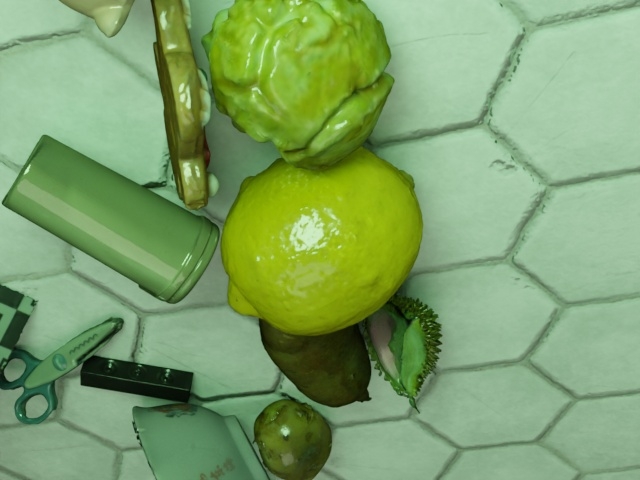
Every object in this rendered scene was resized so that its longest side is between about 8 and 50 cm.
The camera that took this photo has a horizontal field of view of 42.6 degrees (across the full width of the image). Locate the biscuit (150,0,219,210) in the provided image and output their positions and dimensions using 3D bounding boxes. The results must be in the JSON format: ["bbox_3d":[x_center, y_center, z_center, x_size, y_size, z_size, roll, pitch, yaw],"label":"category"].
[{"bbox_3d":[-0.155,-0.147,0.949,0.047,0.216,0.340,-10,158,-11],"label":"biscuit"}]

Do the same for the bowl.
[{"bbox_3d":[-0.187,0.411,1.458,0.157,0.345,0.346,-28,132,-9],"label":"bowl"}]

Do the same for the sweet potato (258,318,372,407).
[{"bbox_3d":[-0.004,0.162,1.270,0.157,0.158,0.370,-6,138,10],"label":"sweet potato"}]

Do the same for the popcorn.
[{"bbox_3d":[-0.019,-0.187,0.911,0.204,0.183,0.221,-45,132,-7],"label":"popcorn"}]

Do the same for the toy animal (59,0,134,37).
[{"bbox_3d":[-0.263,-0.341,0.763,0.256,0.213,0.195,31,139,-27],"label":"toy animal"}]

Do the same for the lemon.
[{"bbox_3d":[0.000,0.000,1.049,0.288,0.233,0.233,-34,127,1],"label":"lemon"}]

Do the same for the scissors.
[{"bbox_3d":[-0.442,0.206,1.401,0.289,0.041,0.138,-33,84,19],"label":"scissors"}]

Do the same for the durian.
[{"bbox_3d":[0.136,0.156,1.291,0.095,0.137,0.221,-20,133,-24],"label":"durian"}]

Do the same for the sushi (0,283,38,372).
[{"bbox_3d":[-0.652,0.181,1.207,0.343,0.359,0.064,30,165,-25],"label":"sushi"}]

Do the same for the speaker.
[{"bbox_3d":[-0.323,0.245,1.446,0.191,0.040,0.046,10,134,-6],"label":"speaker"}]

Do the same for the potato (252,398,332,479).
[{"bbox_3d":[-0.046,0.366,1.485,0.137,0.137,0.176,-25,130,25],"label":"potato"}]

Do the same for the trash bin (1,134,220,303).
[{"bbox_3d":[-0.279,-0.028,1.072,0.247,0.121,0.243,31,171,-21],"label":"trash bin"}]
